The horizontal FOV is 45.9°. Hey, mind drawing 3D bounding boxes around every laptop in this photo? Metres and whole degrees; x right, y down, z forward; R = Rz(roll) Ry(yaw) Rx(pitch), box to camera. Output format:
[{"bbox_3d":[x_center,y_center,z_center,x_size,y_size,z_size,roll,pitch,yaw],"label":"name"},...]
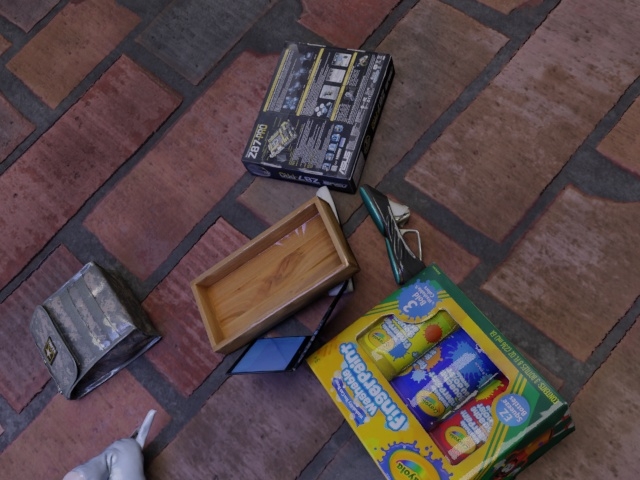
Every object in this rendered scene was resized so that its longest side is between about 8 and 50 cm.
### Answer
[{"bbox_3d":[-0.070,0.197,1.740,0.136,0.234,0.264,30,107,3],"label":"laptop"}]

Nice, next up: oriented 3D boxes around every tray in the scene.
[{"bbox_3d":[-0.118,0.090,1.850,0.411,0.076,0.203,-33,62,17],"label":"tray"}]

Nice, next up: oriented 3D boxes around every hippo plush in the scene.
[{"bbox_3d":[-0.450,0.600,1.738,0.236,0.234,0.294,47,42,9],"label":"hippo plush"}]

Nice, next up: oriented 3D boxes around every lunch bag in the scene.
[{"bbox_3d":[-0.598,0.235,1.924,0.287,0.169,0.235,-40,67,4],"label":"lunch bag"}]

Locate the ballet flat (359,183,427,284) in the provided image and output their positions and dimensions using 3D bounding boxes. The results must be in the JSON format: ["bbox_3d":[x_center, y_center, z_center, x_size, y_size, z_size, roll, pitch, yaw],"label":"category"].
[{"bbox_3d":[0.187,-0.023,1.873,0.096,0.095,0.280,-19,74,-5],"label":"ballet flat"}]

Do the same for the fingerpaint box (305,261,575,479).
[{"bbox_3d":[0.241,0.323,1.613,0.371,0.163,0.445,-37,50,-2],"label":"fingerpaint box"}]

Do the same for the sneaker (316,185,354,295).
[{"bbox_3d":[0.000,0.000,1.896,0.123,0.106,0.290,-13,66,7],"label":"sneaker"}]

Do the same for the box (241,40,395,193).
[{"bbox_3d":[-0.003,-0.341,2.050,0.318,0.097,0.395,12,71,17],"label":"box"}]
